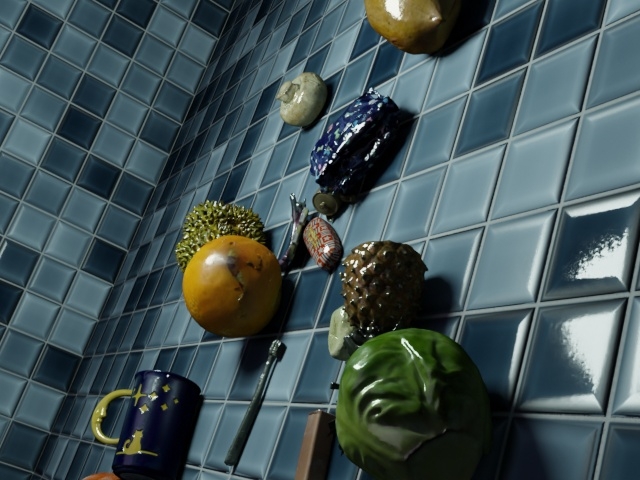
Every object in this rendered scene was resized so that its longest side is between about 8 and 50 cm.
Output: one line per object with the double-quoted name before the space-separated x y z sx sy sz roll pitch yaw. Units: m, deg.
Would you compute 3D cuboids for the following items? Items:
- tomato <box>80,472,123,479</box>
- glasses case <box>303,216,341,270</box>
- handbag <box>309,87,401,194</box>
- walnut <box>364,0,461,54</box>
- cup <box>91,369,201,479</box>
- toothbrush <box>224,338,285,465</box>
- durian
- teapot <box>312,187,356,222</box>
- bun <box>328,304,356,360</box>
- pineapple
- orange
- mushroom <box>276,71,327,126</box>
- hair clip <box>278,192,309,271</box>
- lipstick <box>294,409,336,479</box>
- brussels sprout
"tomato" -0.540 0.702 2.055 0.231 0.188 0.232 -11 67 26
"glasses case" 0.000 0.000 1.876 0.073 0.049 0.194 -56 24 13
"handbag" 0.079 -0.221 1.857 0.260 0.113 0.162 -46 22 14
"walnut" 0.210 -0.518 1.829 0.203 0.203 0.298 -55 28 17
"cup" -0.449 0.489 2.087 0.254 0.178 0.256 -16 50 39
"toothbrush" -0.145 0.361 1.813 0.030 0.030 0.297 5 69 54
"durian" -0.274 0.018 2.173 0.258 0.258 0.293 -50 10 26
"teapot" 0.040 -0.092 1.906 0.110 0.085 0.080 -4 31 31
"bun" 0.057 0.176 1.550 0.115 0.069 0.115 -170 90 -79
"pineapple" 0.101 0.184 1.384 0.165 0.165 0.365 -29 48 52
"orange" -0.206 0.110 1.941 0.246 0.246 0.246 -45 29 34
"mushroom" -0.055 -0.408 2.331 0.166 0.127 0.166 -36 37 34
"hair clip" -0.062 -0.026 1.992 0.146 0.056 0.187 120 160 -71
"lipstick" -0.010 0.388 1.488 0.045 0.045 0.145 -28 42 51
"brussels sprout" 0.133 0.240 1.156 0.244 0.244 0.244 -45 29 34
